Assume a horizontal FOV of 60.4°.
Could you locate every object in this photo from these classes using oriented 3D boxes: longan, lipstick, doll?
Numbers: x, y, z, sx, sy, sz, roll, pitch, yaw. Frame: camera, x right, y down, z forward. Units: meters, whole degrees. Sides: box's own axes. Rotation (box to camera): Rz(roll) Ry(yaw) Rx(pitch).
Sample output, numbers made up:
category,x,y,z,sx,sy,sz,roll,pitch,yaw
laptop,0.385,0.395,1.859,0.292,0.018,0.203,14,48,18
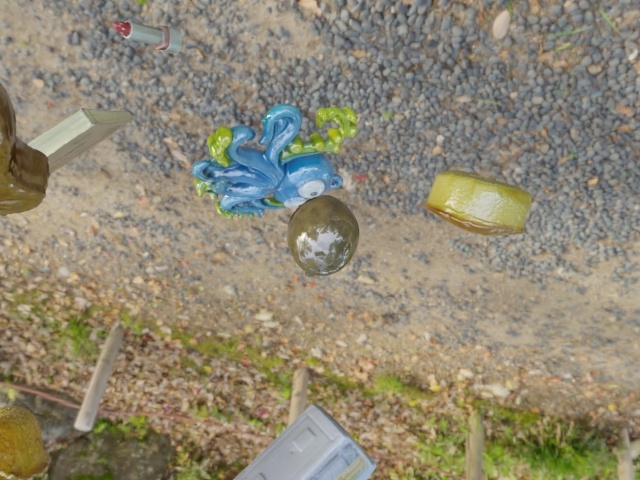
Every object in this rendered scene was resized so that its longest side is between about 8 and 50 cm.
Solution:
category,x,y,z,sx,sy,sz,roll,pitch,yaw
longan,0.000,0.000,0.735,0.106,0.106,0.119,17,124,-12
lipstick,-0.441,-0.519,1.381,0.057,0.063,0.186,-1,-177,39
doll,-0.085,-0.124,1.065,0.342,0.098,0.346,-5,151,-37

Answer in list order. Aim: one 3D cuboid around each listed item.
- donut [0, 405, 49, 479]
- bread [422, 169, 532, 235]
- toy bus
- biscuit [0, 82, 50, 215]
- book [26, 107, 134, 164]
category,x,y,z,sx,sy,sz,roll,pitch,yaw
donut,-0.428,0.250,0.653,0.190,0.074,0.174,-4,178,-17
bread,0.411,-0.095,1.448,0.270,0.147,0.270,14,-168,-3
toy bus,-0.044,0.218,0.425,0.064,0.190,0.075,31,155,50
biscuit,-0.288,-0.057,0.253,0.273,0.049,0.257,4,165,-12
book,-0.357,-0.109,0.726,0.215,0.282,0.025,-33,106,1
